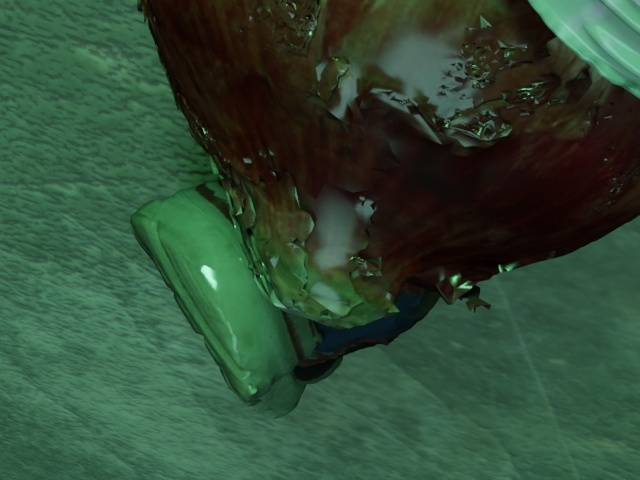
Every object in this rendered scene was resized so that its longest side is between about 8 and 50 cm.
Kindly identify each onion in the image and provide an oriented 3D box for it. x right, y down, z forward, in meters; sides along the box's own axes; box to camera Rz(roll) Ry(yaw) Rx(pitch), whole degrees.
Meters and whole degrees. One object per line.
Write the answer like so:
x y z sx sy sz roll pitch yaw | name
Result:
0.024 -0.046 0.459 0.184 0.147 0.184 20 169 4 | onion

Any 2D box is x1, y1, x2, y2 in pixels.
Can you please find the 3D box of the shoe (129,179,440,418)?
0.000 0.000 0.649 0.099 0.125 0.227 55 179 4 | shoe

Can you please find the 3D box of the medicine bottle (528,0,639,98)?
0.151 -0.125 0.248 0.179 0.124 0.324 26 152 -17 | medicine bottle
